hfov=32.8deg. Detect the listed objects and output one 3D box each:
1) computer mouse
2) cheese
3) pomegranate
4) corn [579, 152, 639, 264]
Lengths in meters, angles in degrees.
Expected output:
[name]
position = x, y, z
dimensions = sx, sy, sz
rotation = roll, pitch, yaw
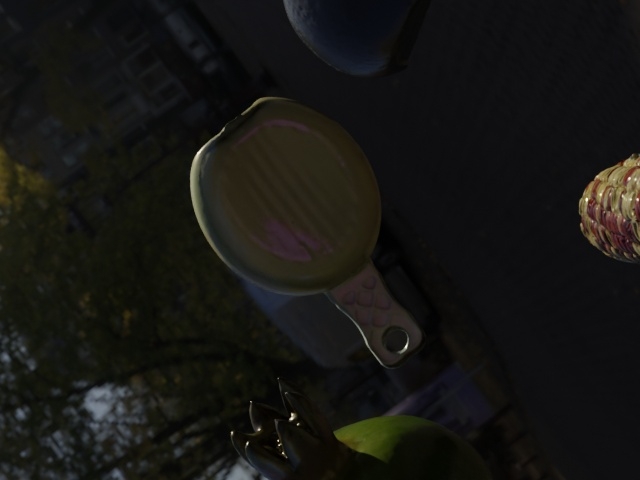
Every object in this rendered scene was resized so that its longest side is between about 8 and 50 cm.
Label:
[computer mouse]
position = 0.029, -0.264, 1.137
dimensions = 0.170, 0.100, 0.269
rotation = 39, 154, 11
[cheese]
position = 0.000, 0.000, 0.830
dimensions = 0.227, 0.137, 0.064
rotation = 52, 174, 0
[pomegranate]
position = 0.027, 0.198, 0.797
dimensions = 0.225, 0.187, 0.187
rotation = 50, 177, -19
[corn]
position = 0.267, -0.023, 0.815
dimensions = 0.098, 0.098, 0.290
rotation = 54, 178, -3
